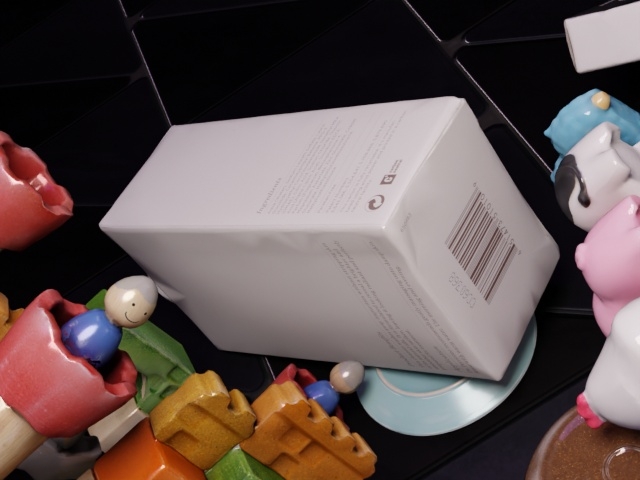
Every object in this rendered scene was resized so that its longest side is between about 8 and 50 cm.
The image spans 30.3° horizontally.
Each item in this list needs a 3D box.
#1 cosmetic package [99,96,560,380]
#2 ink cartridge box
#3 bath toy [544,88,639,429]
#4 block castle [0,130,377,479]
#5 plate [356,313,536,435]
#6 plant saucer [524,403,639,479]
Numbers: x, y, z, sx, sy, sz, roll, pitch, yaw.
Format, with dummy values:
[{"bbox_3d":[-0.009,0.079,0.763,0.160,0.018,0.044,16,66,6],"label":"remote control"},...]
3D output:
[{"bbox_3d":[0.000,0.000,1.122,0.385,0.217,0.156,4,52,44],"label":"cosmetic package"},{"bbox_3d":[0.427,-0.231,1.082,0.371,0.069,0.176,-5,16,43],"label":"ink cartridge box"},{"bbox_3d":[0.257,0.027,0.988,0.129,0.151,0.348,-50,22,34],"label":"bath toy"},{"bbox_3d":[-0.104,0.137,0.915,0.213,0.453,0.303,-41,38,7],"label":"block castle"},{"bbox_3d":[0.112,0.099,1.124,0.188,0.024,0.188,-21,42,20],"label":"plate"},{"bbox_3d":[0.247,0.186,0.933,0.199,0.036,0.198,-19,44,19],"label":"plant saucer"}]
